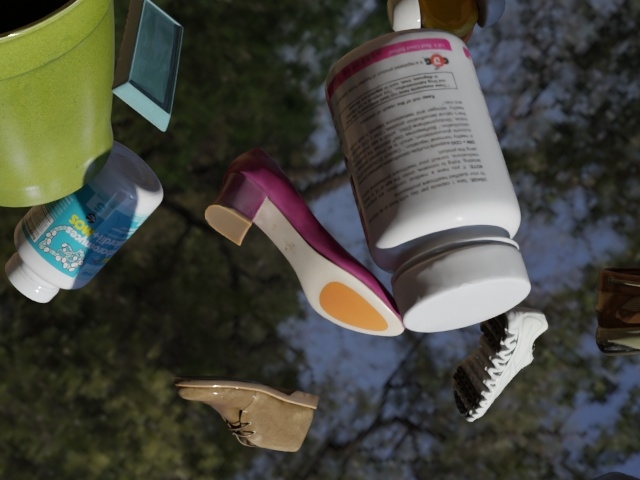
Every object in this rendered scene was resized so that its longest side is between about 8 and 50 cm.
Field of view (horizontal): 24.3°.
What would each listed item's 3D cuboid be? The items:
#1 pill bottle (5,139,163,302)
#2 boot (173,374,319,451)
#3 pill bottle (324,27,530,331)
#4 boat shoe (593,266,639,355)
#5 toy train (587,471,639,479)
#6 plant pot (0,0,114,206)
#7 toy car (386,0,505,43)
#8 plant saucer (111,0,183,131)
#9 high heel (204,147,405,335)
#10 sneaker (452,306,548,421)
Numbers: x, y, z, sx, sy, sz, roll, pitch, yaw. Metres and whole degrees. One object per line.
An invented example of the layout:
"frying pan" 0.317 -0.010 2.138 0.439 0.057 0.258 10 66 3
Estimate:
"pill bottle" -0.379 -0.024 2.324 0.264 0.146 0.146 -47 -167 17
"boot" -0.129 0.295 2.551 0.112 0.305 0.115 8 -98 49
"pill bottle" 0.112 -0.060 1.529 0.160 0.160 0.283 -39 -122 46
"boat shoe" 0.464 0.061 1.733 0.324 0.120 0.122 -10 180 33
"toy train" 0.375 0.454 2.163 0.142 0.334 0.190 16 -75 40
"plant pot" -0.437 -0.245 2.058 0.353 0.366 0.366 83 27 -45
"toy car" 0.162 -0.344 2.058 0.136 0.159 0.182 99 -18 -69
"plant saucer" -0.167 -0.181 1.472 0.018 0.067 0.192 -40 -153 24
"high heel" 0.000 0.000 1.548 0.117 0.244 0.082 -58 179 -44
"sneaker" 0.340 0.236 2.818 0.110 0.118 0.292 61 -37 37
